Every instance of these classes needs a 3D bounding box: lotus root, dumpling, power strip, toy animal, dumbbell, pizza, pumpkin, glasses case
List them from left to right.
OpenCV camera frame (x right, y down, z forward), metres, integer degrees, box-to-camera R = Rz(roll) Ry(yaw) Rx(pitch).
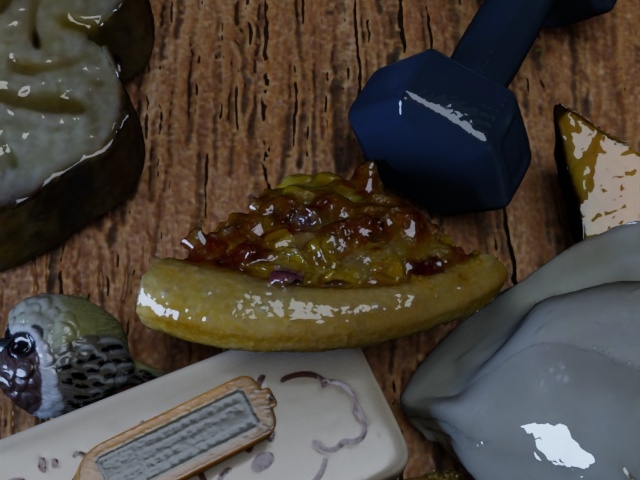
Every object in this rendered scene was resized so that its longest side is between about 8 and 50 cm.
[{"bbox_3d":[-0.323,-0.156,0.983,0.374,0.111,0.391,13,67,0],"label":"lotus root"},{"bbox_3d":[-0.186,0.102,0.892,0.137,0.098,0.098,35,63,-15],"label":"toy animal"},{"bbox_3d":[-0.112,0.152,0.822,0.178,0.028,0.049,-24,71,-18],"label":"power strip"},{"bbox_3d":[-0.109,0.178,0.870,0.336,0.076,0.144,-21,69,-17],"label":"glasses case"},{"bbox_3d":[0.000,0.000,0.921,0.289,0.081,0.229,-4,30,-4],"label":"pizza"},{"bbox_3d":[0.159,-0.180,1.038,0.160,0.144,0.325,30,64,4],"label":"dumbbell"},{"bbox_3d":[0.274,0.030,0.992,0.278,0.111,0.163,34,84,9],"label":"pumpkin"},{"bbox_3d":[0.238,0.105,0.858,0.181,0.341,0.260,41,73,-21],"label":"dumpling"}]

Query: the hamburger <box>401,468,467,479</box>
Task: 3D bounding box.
[{"bbox_3d":[0.077,0.250,0.860,0.138,0.083,0.147,-12,70,-18],"label":"hamburger"}]
